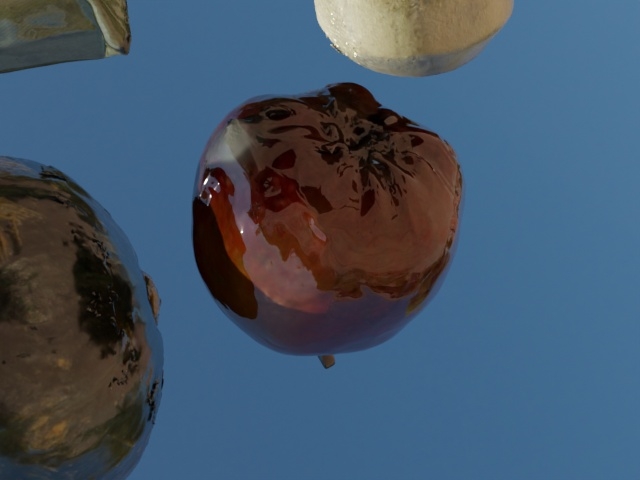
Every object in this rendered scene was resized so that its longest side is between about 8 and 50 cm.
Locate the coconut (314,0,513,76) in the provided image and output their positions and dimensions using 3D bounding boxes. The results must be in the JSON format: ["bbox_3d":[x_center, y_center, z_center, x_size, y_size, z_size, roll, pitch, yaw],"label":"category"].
[{"bbox_3d":[0.102,-0.334,1.444,0.245,0.245,0.247,-47,-41,-44],"label":"coconut"}]

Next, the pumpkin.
[{"bbox_3d":[-0.360,0.116,1.474,0.344,0.454,0.454,-25,-97,-7],"label":"pumpkin"}]

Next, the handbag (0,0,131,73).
[{"bbox_3d":[-0.289,-0.203,0.879,0.109,0.315,0.253,73,-171,-55],"label":"handbag"}]

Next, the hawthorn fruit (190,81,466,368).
[{"bbox_3d":[0.001,-0.019,1.377,0.308,0.325,0.308,10,-114,-22],"label":"hawthorn fruit"}]
